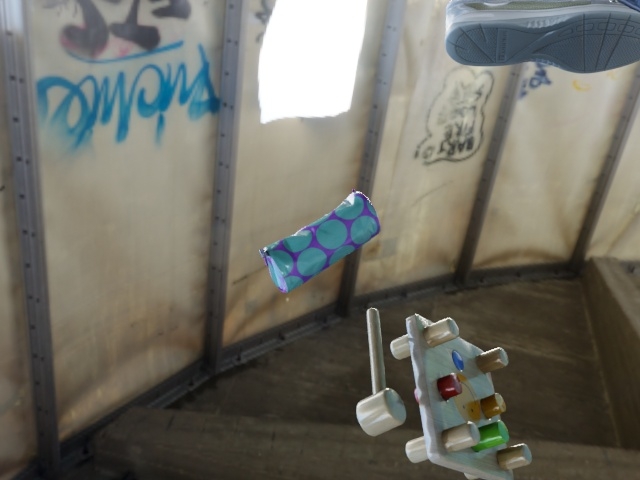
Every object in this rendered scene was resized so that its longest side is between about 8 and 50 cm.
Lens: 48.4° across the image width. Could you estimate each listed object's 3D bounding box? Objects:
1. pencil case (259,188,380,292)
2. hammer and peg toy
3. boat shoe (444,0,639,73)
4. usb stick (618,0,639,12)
[{"bbox_3d":[0.000,0.000,0.893,0.151,0.064,0.070,-31,-125,-9],"label":"pencil case"},{"bbox_3d":[0.210,0.252,1.205,0.361,0.127,0.266,31,-138,-41],"label":"hammer and peg toy"},{"bbox_3d":[0.351,-0.329,1.083,0.320,0.118,0.103,0,-124,9],"label":"boat shoe"},{"bbox_3d":[0.374,-0.312,0.859,0.278,0.045,0.077,40,-139,20],"label":"usb stick"}]
